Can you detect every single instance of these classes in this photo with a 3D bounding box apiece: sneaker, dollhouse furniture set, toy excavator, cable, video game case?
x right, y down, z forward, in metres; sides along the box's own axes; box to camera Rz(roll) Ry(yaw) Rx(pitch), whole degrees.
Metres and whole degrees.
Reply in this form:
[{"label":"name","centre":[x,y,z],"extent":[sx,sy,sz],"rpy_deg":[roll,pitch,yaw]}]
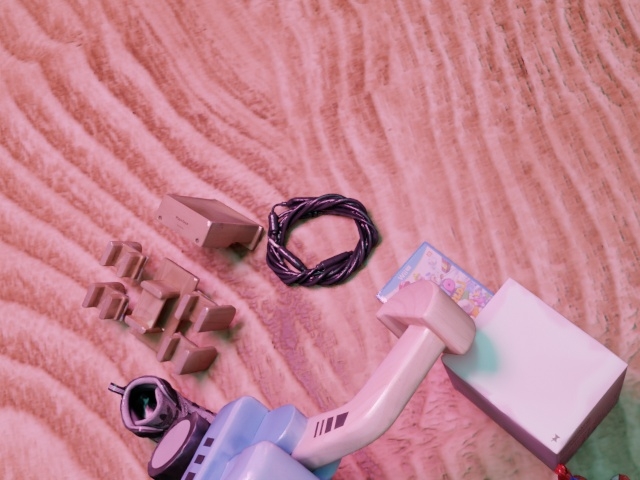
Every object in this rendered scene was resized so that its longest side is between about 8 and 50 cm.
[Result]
[{"label":"sneaker","centre":[-0.195,0.280,1.434],"extent":[0.268,0.153,0.101],"rpy_deg":[22,77,20]},{"label":"dollhouse furniture set","centre":[-0.218,0.059,1.559],"extent":[0.212,0.161,0.242],"rpy_deg":[30,101,22]},{"label":"toy excavator","centre":[-0.022,0.284,1.240],"extent":[0.445,0.222,0.433],"rpy_deg":[-29,24,45]},{"label":"cable","centre":[0.000,0.000,1.552],"extent":[0.184,0.047,0.151],"rpy_deg":[1,70,14]},{"label":"video game case","centre":[0.185,0.093,1.489],"extent":[0.166,0.015,0.119],"rpy_deg":[39,83,24]}]

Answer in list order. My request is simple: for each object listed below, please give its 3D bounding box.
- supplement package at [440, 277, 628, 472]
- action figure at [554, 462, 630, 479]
[{"label":"supplement package","centre":[0.291,0.188,1.324],"extent":[0.194,0.203,0.149],"rpy_deg":[39,83,23]},{"label":"action figure","centre":[0.305,0.352,1.261],"extent":[0.280,0.139,0.091],"rpy_deg":[-18,55,-24]}]
